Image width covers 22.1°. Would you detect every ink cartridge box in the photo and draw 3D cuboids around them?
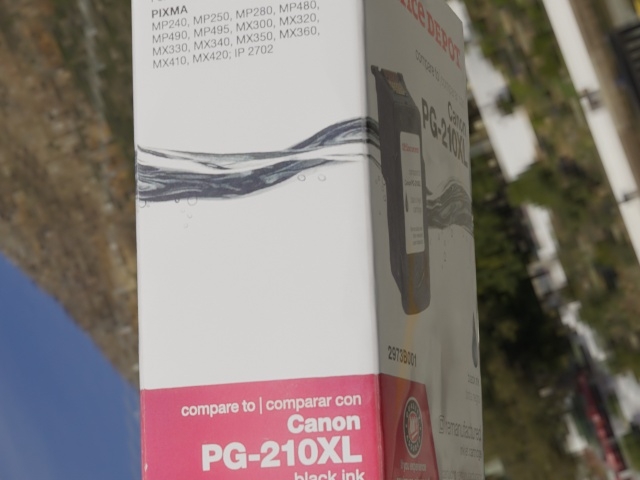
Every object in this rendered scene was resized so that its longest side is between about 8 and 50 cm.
[{"bbox_3d":[0.000,0.000,0.681,0.172,0.100,0.237,27,-120,-70],"label":"ink cartridge box"}]
